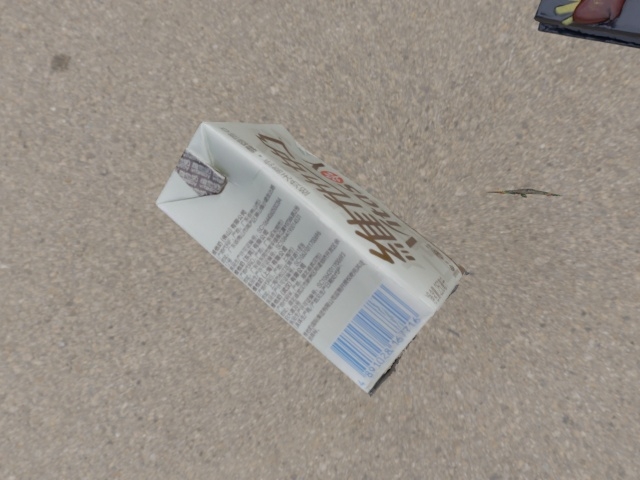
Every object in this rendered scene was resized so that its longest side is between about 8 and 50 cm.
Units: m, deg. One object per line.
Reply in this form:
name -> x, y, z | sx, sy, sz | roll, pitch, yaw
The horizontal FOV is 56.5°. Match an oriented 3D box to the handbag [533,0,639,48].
handbag -> 0.437, -0.380, 0.696 | 0.330, 0.122, 0.303 | 18, 101, 18

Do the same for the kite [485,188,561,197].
kite -> 0.343, -0.080, 1.006 | 0.122, 0.090, 0.004 | 4, 104, 23

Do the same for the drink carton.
drink carton -> 0.001, 0.000, 0.702 | 0.325, 0.194, 0.132 | 39, 111, 11
